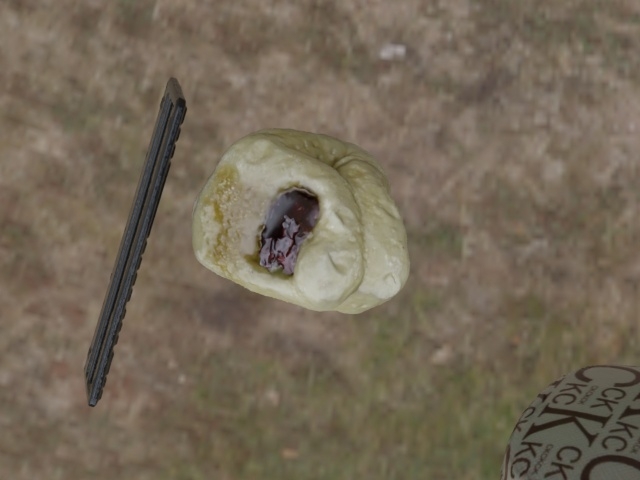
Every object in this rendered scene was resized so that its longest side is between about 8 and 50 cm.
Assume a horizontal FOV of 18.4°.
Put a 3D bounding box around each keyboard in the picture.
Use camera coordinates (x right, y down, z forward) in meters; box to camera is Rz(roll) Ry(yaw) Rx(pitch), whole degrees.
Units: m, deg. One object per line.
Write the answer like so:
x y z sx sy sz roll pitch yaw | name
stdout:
-0.146 -0.050 1.649 0.041 0.103 0.381 8 106 -12 | keyboard

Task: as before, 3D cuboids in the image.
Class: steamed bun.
0.000 0.000 1.644 0.172 0.155 0.141 9 113 -39 | steamed bun

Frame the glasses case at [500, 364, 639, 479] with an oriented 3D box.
0.262 0.161 1.005 0.355 0.137 0.085 20 127 21 | glasses case
